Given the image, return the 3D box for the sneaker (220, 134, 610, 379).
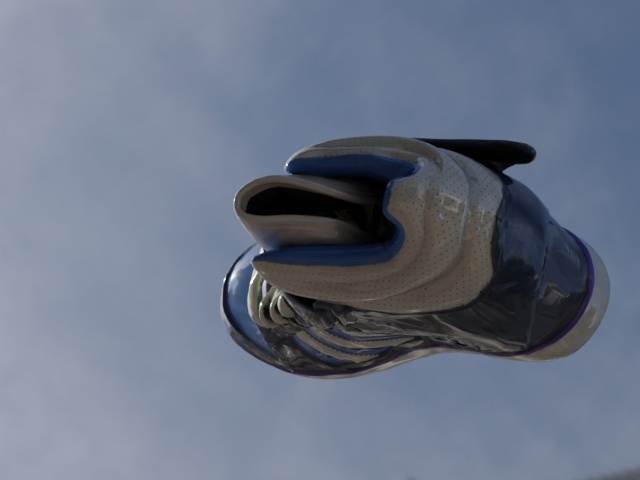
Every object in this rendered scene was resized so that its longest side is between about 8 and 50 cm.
[{"bbox_3d":[0.000,0.000,1.216,0.323,0.130,0.236,-1,-21,42],"label":"sneaker"}]
